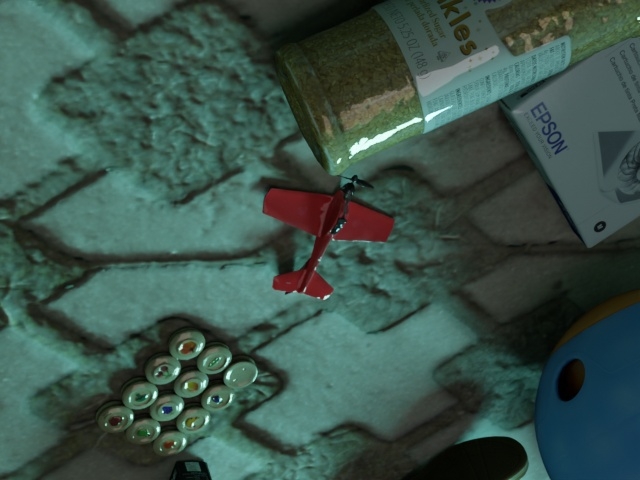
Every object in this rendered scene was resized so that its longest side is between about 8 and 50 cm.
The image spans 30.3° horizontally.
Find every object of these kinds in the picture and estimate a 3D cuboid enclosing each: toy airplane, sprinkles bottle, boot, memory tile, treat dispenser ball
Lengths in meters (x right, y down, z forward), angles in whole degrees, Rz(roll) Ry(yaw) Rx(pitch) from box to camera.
[{"bbox_3d":[0.000,0.000,1.137,0.151,0.028,0.151,-12,129,-16],"label":"toy airplane"},{"bbox_3d":[0.143,-0.178,1.005,0.355,0.121,0.121,-25,130,-4],"label":"sprinkles bottle"},{"bbox_3d":[0.175,0.331,1.425,0.213,0.077,0.165,-31,130,8],"label":"boot"},{"bbox_3d":[-0.145,0.157,1.202,0.148,0.012,0.113,-46,129,13],"label":"memory tile"},{"bbox_3d":[0.375,0.191,1.268,0.288,0.288,0.288,-11,128,-15],"label":"treat dispenser ball"}]

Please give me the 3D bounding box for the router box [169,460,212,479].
[{"bbox_3d":[-0.144,0.311,1.264,0.038,0.092,0.122,6,121,-27],"label":"router box"}]

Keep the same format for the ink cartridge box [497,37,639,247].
[{"bbox_3d":[0.311,-0.127,1.163,0.224,0.045,0.223,-36,130,5],"label":"ink cartridge box"}]
